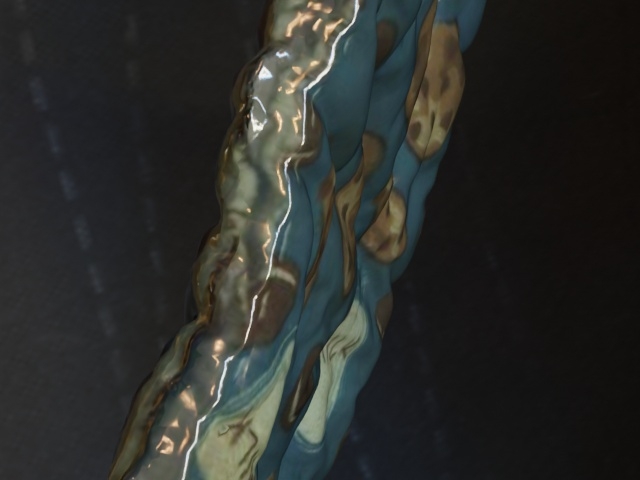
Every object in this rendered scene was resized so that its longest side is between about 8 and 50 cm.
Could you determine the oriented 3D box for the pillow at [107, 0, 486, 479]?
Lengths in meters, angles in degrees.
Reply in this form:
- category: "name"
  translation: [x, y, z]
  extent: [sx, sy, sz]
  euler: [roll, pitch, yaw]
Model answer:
- category: "pillow"
  translation: [0.001, -0.001, 0.432]
  extent: [0.034, 0.189, 0.256]
  euler: [16, 84, 11]
